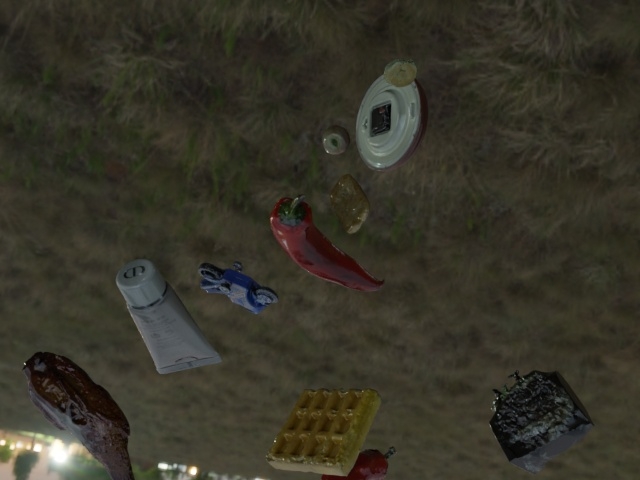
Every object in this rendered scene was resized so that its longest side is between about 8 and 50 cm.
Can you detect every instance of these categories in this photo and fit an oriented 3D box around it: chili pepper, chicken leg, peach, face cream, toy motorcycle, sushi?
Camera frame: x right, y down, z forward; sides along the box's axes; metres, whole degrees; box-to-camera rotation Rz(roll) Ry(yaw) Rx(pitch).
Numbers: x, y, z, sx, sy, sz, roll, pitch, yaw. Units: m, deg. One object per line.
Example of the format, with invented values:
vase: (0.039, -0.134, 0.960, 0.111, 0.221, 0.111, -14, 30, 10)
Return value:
chili pepper: (0.119, 0.723, 2.289, 0.110, 0.110, 0.387, -4, 175, 36)
chicken leg: (-0.459, 0.390, 1.464, 0.158, 0.407, 0.096, -39, 177, 31)
peach: (0.043, -0.279, 2.014, 0.083, 0.083, 0.083, 9, 161, 3)
chili pepper: (-0.004, 0.003, 1.420, 0.137, 0.092, 0.368, -9, 151, 26)
face cream: (-0.312, 0.169, 1.463, 0.143, 0.089, 0.314, -13, 131, 4)
toy motorcycle: (-0.192, 0.113, 1.704, 0.205, 0.076, 0.114, 21, 149, 9)
sushi: (0.217, 0.173, 0.736, 0.083, 0.085, 0.056, -40, 134, 18)

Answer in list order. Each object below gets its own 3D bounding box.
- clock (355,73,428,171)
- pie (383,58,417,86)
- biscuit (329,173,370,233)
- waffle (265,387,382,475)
clock: (0.207, -0.371, 2.255, 0.080, 0.319, 0.318, 5, 167, -36)
pie: (0.193, -0.405, 1.758, 0.084, 0.020, 0.084, -6, 139, -5)
biscuit: (0.052, -0.067, 1.308, 0.018, 0.147, 0.071, 24, 113, -31)
waffle: (0.010, 0.457, 1.756, 0.247, 0.221, 0.055, -10, 126, 42)
